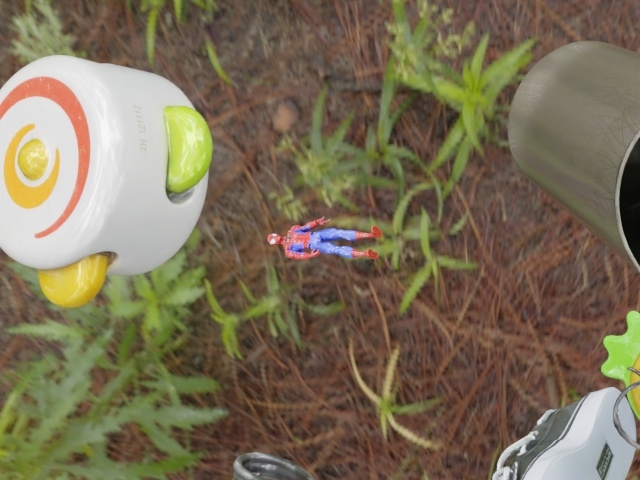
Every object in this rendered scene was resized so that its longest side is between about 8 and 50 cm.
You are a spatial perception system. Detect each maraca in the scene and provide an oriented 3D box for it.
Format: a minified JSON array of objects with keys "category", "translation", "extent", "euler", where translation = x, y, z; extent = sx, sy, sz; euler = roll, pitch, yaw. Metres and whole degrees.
[{"category":"maraca","translation":[0.414,0.162,1.664],"extent":[0.127,0.099,0.185],"euler":[-46,62,6]}]

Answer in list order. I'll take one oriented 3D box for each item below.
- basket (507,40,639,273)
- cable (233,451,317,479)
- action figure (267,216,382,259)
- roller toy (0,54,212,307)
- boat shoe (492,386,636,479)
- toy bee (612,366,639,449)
[{"category":"basket","translation":[0.244,-0.059,1.035],"extent":[0.204,0.227,0.154],"euler":[26,100,-26]},{"category":"cable","translation":[0.001,0.253,1.248],"extent":[0.287,0.139,0.072],"euler":[6,112,23]},{"category":"action figure","translation":[0.000,0.000,1.339],"extent":[0.115,0.030,0.038],"euler":[0,73,31]},{"category":"roller toy","translation":[-0.212,-0.064,1.274],"extent":[0.191,0.146,0.209],"euler":[45,113,32]},{"category":"boat shoe","translation":[0.233,0.244,1.443],"extent":[0.105,0.306,0.113],"euler":[-19,106,31]},{"category":"toy bee","translation":[0.414,0.115,1.265],"extent":[0.298,0.162,0.195],"euler":[19,100,-1]}]
